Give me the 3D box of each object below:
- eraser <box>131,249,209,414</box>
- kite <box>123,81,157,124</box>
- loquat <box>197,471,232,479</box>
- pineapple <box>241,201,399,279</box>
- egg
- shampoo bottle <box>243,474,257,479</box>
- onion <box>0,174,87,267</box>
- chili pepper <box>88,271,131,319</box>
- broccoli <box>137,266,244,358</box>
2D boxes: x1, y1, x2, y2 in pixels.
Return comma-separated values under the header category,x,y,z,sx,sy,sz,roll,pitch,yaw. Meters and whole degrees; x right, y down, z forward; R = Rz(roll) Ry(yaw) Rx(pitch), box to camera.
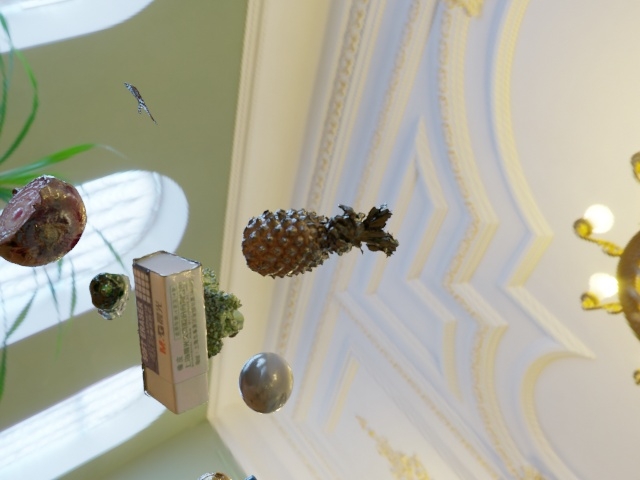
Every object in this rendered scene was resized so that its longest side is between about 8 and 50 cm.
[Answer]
category,x,y,z,sx,sy,sz,roll,pitch,yaw
eraser,-0.285,0.173,1.361,0.130,0.086,0.287,17,-65,41
kite,-0.427,-0.323,1.690,0.137,0.005,0.152,51,-15,8
loquat,-0.328,0.777,2.177,0.141,0.141,0.141,36,-41,39
pineapple,0.000,0.000,1.641,0.361,0.175,0.175,-2,-64,15
egg,-0.144,0.377,1.888,0.198,0.147,0.146,-87,163,-72
shampoo bottle,-0.253,0.752,2.035,0.050,0.183,0.087,11,-59,55
onion,-0.580,-0.045,1.467,0.140,0.195,0.218,30,0,-40
chili pepper,-0.587,0.149,1.998,0.099,0.136,0.270,39,-13,1
broccoli,-0.330,0.194,1.837,0.288,0.260,0.235,37,-39,41
